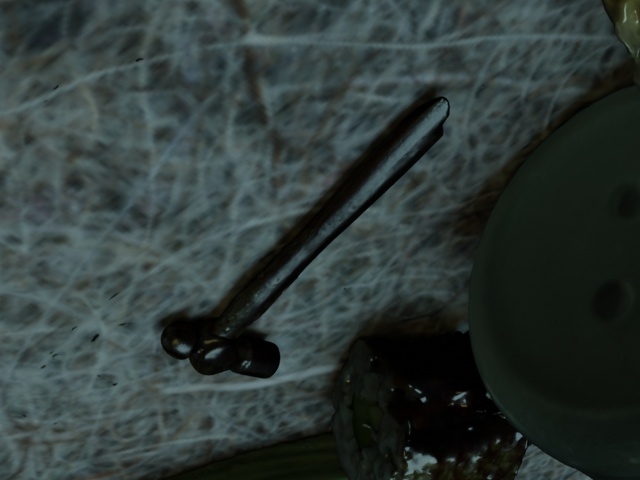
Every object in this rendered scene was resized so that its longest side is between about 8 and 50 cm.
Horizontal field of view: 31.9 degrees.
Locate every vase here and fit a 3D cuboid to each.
[{"bbox_3d":[0.228,0.057,0.542,0.245,0.245,0.291,-41,131,18],"label":"vase"}]

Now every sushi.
[{"bbox_3d":[0.054,0.101,0.585,0.084,0.094,0.098,-1,118,-27],"label":"sushi"}]

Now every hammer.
[{"bbox_3d":[0.000,0.000,0.512,0.065,0.021,0.178,23,118,-42],"label":"hammer"}]

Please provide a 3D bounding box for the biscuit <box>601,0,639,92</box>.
[{"bbox_3d":[0.167,-0.115,0.344,0.179,0.084,0.281,-12,105,1],"label":"biscuit"}]

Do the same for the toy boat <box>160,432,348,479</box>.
[{"bbox_3d":[-0.056,0.169,0.635,0.293,0.055,0.093,-16,138,-9],"label":"toy boat"}]
